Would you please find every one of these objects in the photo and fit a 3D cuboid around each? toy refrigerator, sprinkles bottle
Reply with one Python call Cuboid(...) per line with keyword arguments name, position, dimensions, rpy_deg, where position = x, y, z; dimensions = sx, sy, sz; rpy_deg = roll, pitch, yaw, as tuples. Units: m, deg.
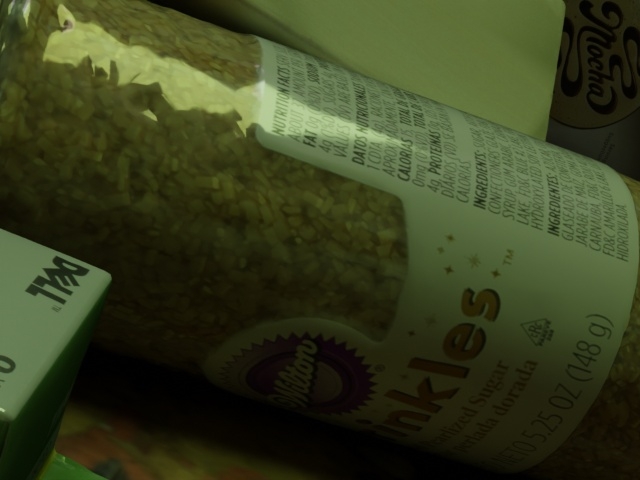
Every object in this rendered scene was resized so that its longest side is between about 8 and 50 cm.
Cuboid(name="toy refrigerator", position=(-0.037, -0.105, 0.594), dimensions=(0.269, 0.094, 0.102), rpy_deg=(27, -25, -36))
Cuboid(name="sprinkles bottle", position=(0.000, 0.000, 0.544), dimensions=(0.355, 0.121, 0.121), rpy_deg=(18, 16, -18))

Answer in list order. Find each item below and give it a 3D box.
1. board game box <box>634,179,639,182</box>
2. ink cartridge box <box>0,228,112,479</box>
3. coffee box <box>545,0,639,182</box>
Cuboid(name="board game box", position=(0.101, -0.010, 0.851), dimensions=(0.305, 0.053, 0.193), rpy_deg=(16, 17, -23))
Cuboid(name="ink cartridge box", position=(-0.115, 0.030, 0.392), dimensions=(0.209, 0.062, 0.109), rpy_deg=(23, 15, -2))
Cuboid(name="coffee box", position=(0.212, -0.156, 1.283), dimensions=(0.297, 0.168, 0.119), rpy_deg=(22, 15, -3))
